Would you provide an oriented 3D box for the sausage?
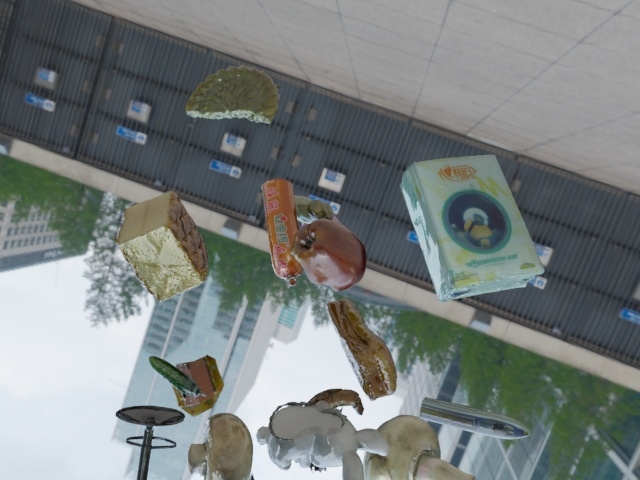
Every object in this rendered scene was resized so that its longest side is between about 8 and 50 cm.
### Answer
[{"bbox_3d":[-0.103,-0.020,1.471,0.092,0.312,0.093,-8,155,-4],"label":"sausage"}]

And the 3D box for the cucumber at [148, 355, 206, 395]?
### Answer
[{"bbox_3d":[-0.465,0.445,1.703,0.250,0.056,0.056,27,-170,25],"label":"cucumber"}]

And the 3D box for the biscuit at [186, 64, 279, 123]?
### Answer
[{"bbox_3d":[-0.236,-0.411,1.457,0.273,0.187,0.036,5,156,17],"label":"biscuit"}]

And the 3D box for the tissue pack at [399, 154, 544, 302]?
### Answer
[{"bbox_3d":[0.418,-0.042,1.488,0.287,0.388,0.162,-7,155,-15],"label":"tissue pack"}]

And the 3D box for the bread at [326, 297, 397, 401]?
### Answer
[{"bbox_3d":[0.119,0.313,1.571,0.109,0.185,0.380,-24,-158,-6],"label":"bread"}]

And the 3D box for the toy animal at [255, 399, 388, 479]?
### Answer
[{"bbox_3d":[0.000,0.531,1.388,0.325,0.154,0.208,17,-132,28],"label":"toy animal"}]

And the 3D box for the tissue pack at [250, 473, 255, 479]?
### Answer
[{"bbox_3d":[-0.146,0.672,1.104,0.103,0.228,0.315,-18,-169,-8],"label":"tissue pack"}]

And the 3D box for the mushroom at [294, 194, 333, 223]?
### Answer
[{"bbox_3d":[-0.076,-0.103,1.651,0.100,0.081,0.312,30,172,-37],"label":"mushroom"}]

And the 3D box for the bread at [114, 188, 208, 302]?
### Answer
[{"bbox_3d":[-0.532,0.018,1.815,0.207,0.279,0.279,-23,-150,0],"label":"bread"}]

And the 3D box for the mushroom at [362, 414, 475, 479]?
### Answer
[{"bbox_3d":[0.306,0.751,1.758,0.356,0.315,0.315,18,-172,-7],"label":"mushroom"}]

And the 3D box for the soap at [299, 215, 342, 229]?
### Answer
[{"bbox_3d":[0.002,0.000,1.713,0.081,0.181,0.259,9,-162,-19],"label":"soap"}]

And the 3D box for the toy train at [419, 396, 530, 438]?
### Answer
[{"bbox_3d":[0.364,0.427,1.253,0.251,0.055,0.048,5,175,28],"label":"toy train"}]

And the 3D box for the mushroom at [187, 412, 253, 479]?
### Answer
[{"bbox_3d":[-0.197,0.427,1.043,0.127,0.166,0.166,7,-170,-10],"label":"mushroom"}]

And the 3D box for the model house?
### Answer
[{"bbox_3d":[-0.487,0.567,2.016,0.207,0.219,0.136,-17,172,2],"label":"model house"}]

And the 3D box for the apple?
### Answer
[{"bbox_3d":[0.021,0.028,1.173,0.147,0.156,0.158,-19,146,19],"label":"apple"}]

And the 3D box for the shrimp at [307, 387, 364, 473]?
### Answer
[{"bbox_3d":[0.037,0.564,1.583,0.222,0.291,0.054,-11,-157,-29],"label":"shrimp"}]

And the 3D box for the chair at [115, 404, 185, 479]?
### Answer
[{"bbox_3d":[-0.575,0.759,1.695,0.226,0.401,0.226,7,174,1],"label":"chair"}]
